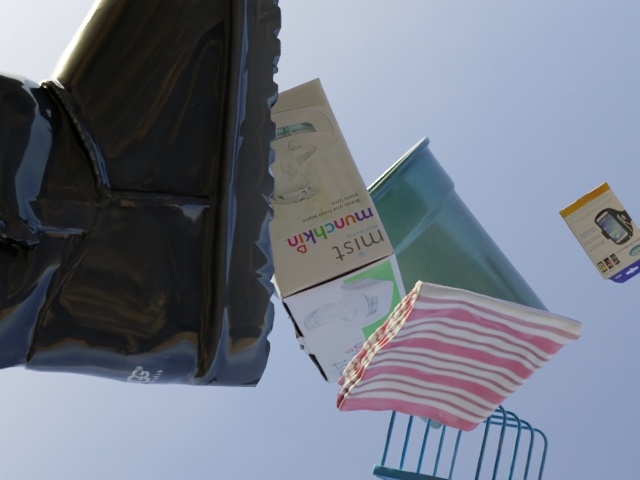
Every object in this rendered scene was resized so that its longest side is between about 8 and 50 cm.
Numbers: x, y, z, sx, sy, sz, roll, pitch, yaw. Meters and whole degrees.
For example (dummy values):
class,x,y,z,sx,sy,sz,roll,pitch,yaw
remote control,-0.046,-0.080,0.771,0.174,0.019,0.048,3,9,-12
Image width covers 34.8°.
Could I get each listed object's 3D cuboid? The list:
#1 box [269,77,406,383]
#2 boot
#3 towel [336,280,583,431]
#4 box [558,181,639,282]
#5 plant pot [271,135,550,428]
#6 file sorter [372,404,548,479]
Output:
class,x,y,z,sx,sy,sz,roll,pitch,yaw
box,0.000,0.000,1.122,0.127,0.262,0.231,-22,-119,-1
boot,-0.251,-0.099,0.576,0.146,0.445,0.366,134,-43,-57
towel,0.109,0.104,0.850,0.197,0.144,0.029,121,-24,-51
box,0.417,-0.007,1.476,0.081,0.028,0.136,-34,-99,12
plant pot,0.146,0.080,1.536,0.341,0.341,0.334,-43,-89,4
file sorter,0.155,0.225,1.082,0.118,0.170,0.104,2,-110,35
